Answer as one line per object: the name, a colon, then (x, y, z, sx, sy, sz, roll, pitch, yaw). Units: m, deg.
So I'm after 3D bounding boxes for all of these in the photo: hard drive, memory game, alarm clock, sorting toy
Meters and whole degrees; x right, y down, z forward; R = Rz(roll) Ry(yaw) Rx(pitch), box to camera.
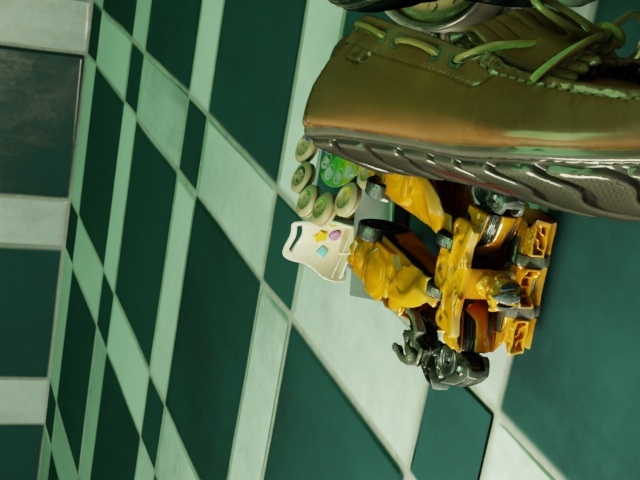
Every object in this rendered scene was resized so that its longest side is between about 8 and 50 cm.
hard drive: (0.059, -0.007, 1.214, 0.094, 0.022, 0.135, -176, 89, -69)
memory game: (0.026, -0.101, 1.245, 0.186, 0.012, 0.186, -37, 40, 40)
alarm clock: (0.114, -0.256, 1.009, 0.129, 0.064, 0.192, 39, 119, 26)
sorting toy: (0.000, 0.000, 1.292, 0.045, 0.075, 0.083, -108, 31, -43)

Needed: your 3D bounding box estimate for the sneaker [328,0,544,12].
sneaker: (0.115, -0.208, 0.915, 0.283, 0.124, 0.107, -2, 64, 57)

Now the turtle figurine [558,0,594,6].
turtle figurine: (0.217, -0.202, 0.611, 0.198, 0.274, 0.266, -51, 19, -3)

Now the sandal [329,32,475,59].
sandal: (0.082, -0.166, 1.142, 0.219, 0.060, 0.090, -17, 73, 52)

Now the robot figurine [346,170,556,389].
robot figurine: (0.104, -0.002, 1.012, 0.291, 0.085, 0.211, -135, 52, -64)

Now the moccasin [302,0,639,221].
moccasin: (0.143, -0.100, 0.810, 0.380, 0.139, 0.147, 16, 87, 56)
